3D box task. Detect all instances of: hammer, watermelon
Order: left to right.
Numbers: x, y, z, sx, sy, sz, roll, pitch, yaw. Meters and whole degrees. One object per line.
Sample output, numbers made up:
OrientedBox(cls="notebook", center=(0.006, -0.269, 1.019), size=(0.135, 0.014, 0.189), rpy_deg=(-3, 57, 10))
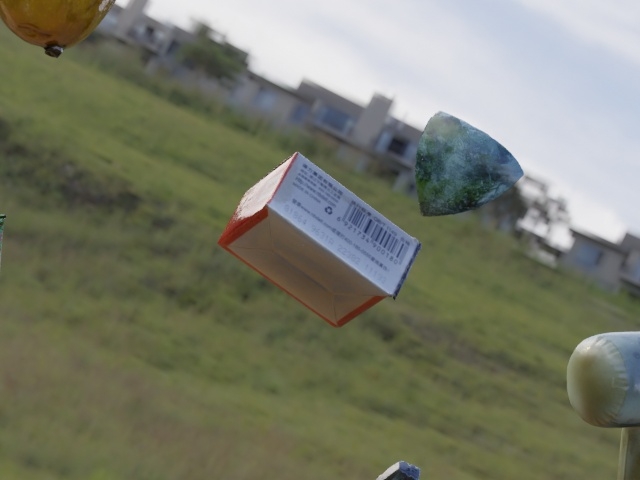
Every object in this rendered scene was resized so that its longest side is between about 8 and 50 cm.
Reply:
OrientedBox(cls="watermelon", center=(0.115, -0.055, 1.205), size=(0.085, 0.085, 0.061), rpy_deg=(26, 5, 5))
OrientedBox(cls="hammer", center=(0.369, 0.257, 1.826), size=(0.202, 0.305, 0.113), rpy_deg=(1, 7, -32))

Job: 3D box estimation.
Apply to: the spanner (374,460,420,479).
OrientedBox(cls="spanner", center=(-0.014, 0.287, 1.149), size=(0.096, 0.324, 0.040), rpy_deg=(28, 23, -5))

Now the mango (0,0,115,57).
OrientedBox(cls="mango", center=(-0.234, -0.352, 1.504), size=(0.144, 0.359, 0.187), rpy_deg=(6, -16, 18))

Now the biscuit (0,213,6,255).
OrientedBox(cls="biscuit", center=(-0.310, 0.021, 1.436), size=(0.046, 0.089, 0.016), rpy_deg=(-7, -14, 30))

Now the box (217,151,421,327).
OrientedBox(cls="box", center=(0.000, 0.000, 1.746), size=(0.182, 0.099, 0.133), rpy_deg=(35, -32, -12))
